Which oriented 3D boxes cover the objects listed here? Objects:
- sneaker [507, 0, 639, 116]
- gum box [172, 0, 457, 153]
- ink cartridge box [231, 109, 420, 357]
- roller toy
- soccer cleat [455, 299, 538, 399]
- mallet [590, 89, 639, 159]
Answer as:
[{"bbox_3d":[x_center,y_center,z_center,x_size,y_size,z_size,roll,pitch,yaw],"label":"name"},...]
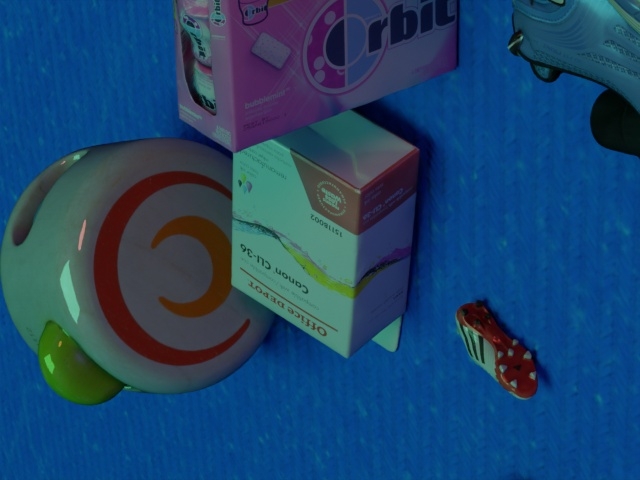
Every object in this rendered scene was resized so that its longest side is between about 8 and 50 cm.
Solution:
[{"bbox_3d":[0.127,-0.161,1.064,0.330,0.129,0.147,52,141,22],"label":"sneaker"},{"bbox_3d":[-0.005,-0.136,1.224,0.062,0.188,0.107,33,135,43],"label":"gum box"},{"bbox_3d":[0.000,0.000,1.391,0.115,0.067,0.198,32,141,28],"label":"ink cartridge box"},{"bbox_3d":[-0.136,0.019,1.519,0.146,0.209,0.191,-2,94,57],"label":"roller toy"},{"bbox_3d":[0.117,0.077,1.331,0.083,0.029,0.036,52,154,29],"label":"soccer cleat"},{"bbox_3d":[0.196,-0.002,1.158,0.062,0.039,0.190,22,131,47],"label":"mallet"}]
